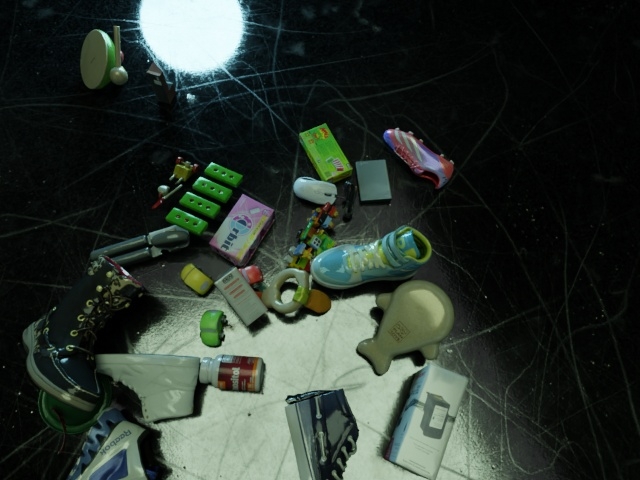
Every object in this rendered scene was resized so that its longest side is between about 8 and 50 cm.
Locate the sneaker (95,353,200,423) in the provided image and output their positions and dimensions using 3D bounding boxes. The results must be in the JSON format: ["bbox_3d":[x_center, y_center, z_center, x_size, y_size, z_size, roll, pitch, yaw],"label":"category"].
[{"bbox_3d":[-0.448,0.366,1.195,0.292,0.108,0.169,1,80,12],"label":"sneaker"}]

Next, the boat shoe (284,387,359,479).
[{"bbox_3d":[0.030,0.515,1.135,0.158,0.127,0.341,-17,69,0],"label":"boat shoe"}]

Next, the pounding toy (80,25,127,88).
[{"bbox_3d":[-0.668,-0.574,1.554,0.236,0.110,0.183,9,99,39],"label":"pounding toy"}]

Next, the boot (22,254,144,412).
[{"bbox_3d":[-0.549,0.203,1.158,0.284,0.138,0.377,-51,39,-12],"label":"boot"}]

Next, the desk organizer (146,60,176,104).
[{"bbox_3d":[-0.500,-0.497,1.524,0.047,0.130,0.050,17,67,5],"label":"desk organizer"}]

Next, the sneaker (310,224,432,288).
[{"bbox_3d":[0.141,0.036,1.263,0.318,0.208,0.127,-7,71,-17],"label":"sneaker"}]

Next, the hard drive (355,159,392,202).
[{"bbox_3d":[0.161,-0.181,1.475,0.094,0.022,0.135,-5,68,-3],"label":"hard drive"}]

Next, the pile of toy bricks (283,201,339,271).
[{"bbox_3d":[0.000,0.000,1.365,0.105,0.118,0.212,39,60,-19],"label":"pile of toy bricks"}]

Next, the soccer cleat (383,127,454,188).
[{"bbox_3d":[0.290,-0.254,1.480,0.248,0.083,0.095,34,76,9],"label":"soccer cleat"}]

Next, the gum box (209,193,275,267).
[{"bbox_3d":[-0.223,-0.024,1.380,0.107,0.062,0.188,27,70,9],"label":"gum box"}]

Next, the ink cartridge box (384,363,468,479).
[{"bbox_3d":[0.250,0.430,1.153,0.100,0.172,0.237,24,69,8],"label":"ink cartridge box"}]

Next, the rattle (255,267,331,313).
[{"bbox_3d":[-0.093,0.153,1.334,0.199,0.142,0.130,-19,73,30],"label":"rattle"}]

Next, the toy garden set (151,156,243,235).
[{"bbox_3d":[-0.373,-0.132,1.402,0.203,0.049,0.244,24,54,8],"label":"toy garden set"}]

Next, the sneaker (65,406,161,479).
[{"bbox_3d":[-0.476,0.564,1.104,0.182,0.127,0.316,15,67,7],"label":"sneaker"}]

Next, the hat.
[{"bbox_3d":[-0.610,0.371,1.146,0.208,0.183,0.173,25,69,8],"label":"hat"}]

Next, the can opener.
[{"bbox_3d":[-0.503,0.016,1.347,0.280,0.093,0.074,-19,71,-4],"label":"can opener"}]

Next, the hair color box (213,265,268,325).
[{"bbox_3d":[-0.206,0.143,1.246,0.072,0.043,0.141,-37,101,-12],"label":"hair color box"}]

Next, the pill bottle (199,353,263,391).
[{"bbox_3d":[-0.224,0.335,1.225,0.151,0.086,0.086,4,68,1],"label":"pill bottle"}]

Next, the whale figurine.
[{"bbox_3d":[0.227,0.227,1.275,0.272,0.141,0.216,-47,75,8],"label":"whale figurine"}]

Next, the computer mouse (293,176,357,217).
[{"bbox_3d":[0.010,-0.137,1.426,0.192,0.042,0.106,13,104,8],"label":"computer mouse"}]

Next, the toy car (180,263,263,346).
[{"bbox_3d":[-0.282,0.168,1.292,0.238,0.053,0.225,2,73,11],"label":"toy car"}]

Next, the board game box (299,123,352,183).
[{"bbox_3d":[0.015,-0.266,1.493,0.092,0.043,0.181,-25,71,-11],"label":"board game box"}]
